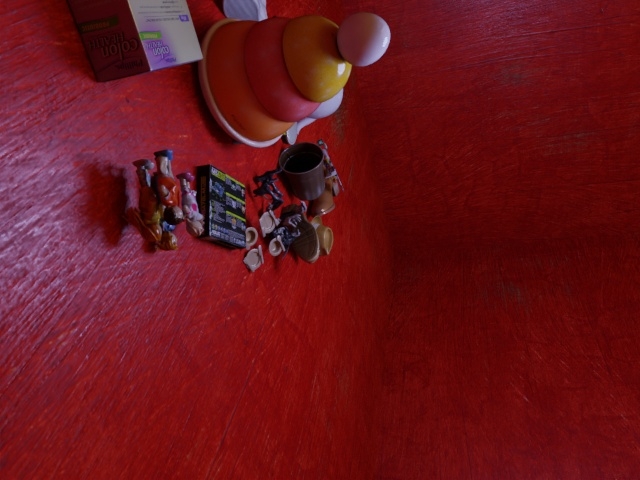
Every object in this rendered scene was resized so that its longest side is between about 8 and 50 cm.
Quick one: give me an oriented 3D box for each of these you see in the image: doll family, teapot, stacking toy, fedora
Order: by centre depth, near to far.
[{"bbox_3d":[-0.316,-0.064,0.961,0.263,0.118,0.163,95,-15,-83],"label":"doll family"},{"bbox_3d":[-0.037,-0.445,1.222,0.350,0.480,0.350,9,79,-55],"label":"stacking toy"},{"bbox_3d":[-0.050,-0.579,1.827,0.187,0.252,0.256,-27,91,-34],"label":"teapot"},{"bbox_3d":[0.000,0.000,1.923,0.194,0.079,0.194,11,90,-68],"label":"fedora"}]

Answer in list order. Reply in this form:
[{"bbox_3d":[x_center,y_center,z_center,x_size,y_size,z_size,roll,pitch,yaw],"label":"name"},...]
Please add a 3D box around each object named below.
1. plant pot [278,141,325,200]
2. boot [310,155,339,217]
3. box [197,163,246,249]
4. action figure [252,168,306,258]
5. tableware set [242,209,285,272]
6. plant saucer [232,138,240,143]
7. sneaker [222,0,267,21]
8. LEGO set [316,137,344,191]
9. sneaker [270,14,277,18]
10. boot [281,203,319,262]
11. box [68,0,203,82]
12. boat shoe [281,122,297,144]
[{"bbox_3d":[-0.056,-0.244,1.767,0.165,0.167,0.167,75,18,-50],"label":"plant pot"},{"bbox_3d":[-0.006,-0.244,2.015,0.283,0.109,0.220,-58,133,-47],"label":"boot"},{"bbox_3d":[-0.253,-0.081,1.244,0.191,0.045,0.184,27,57,-69],"label":"box"},{"bbox_3d":[-0.118,-0.079,1.528,0.164,0.141,0.275,-89,164,-61],"label":"action figure"},{"bbox_3d":[-0.172,0.002,1.413,0.169,0.020,0.141,-39,126,-38],"label":"tableware set"},{"bbox_3d":[-0.249,-0.378,1.399,0.067,0.018,0.192,-33,115,-71],"label":"plant saucer"},{"bbox_3d":[-0.231,-0.744,1.449,0.292,0.108,0.169,0,83,-83],"label":"sneaker"},{"bbox_3d":[0.025,-0.301,1.899,0.244,0.060,0.182,57,9,-72],"label":"LEGO set"},{"bbox_3d":[-0.172,-0.688,1.681,0.118,0.083,0.222,51,37,-35],"label":"sneaker"},{"bbox_3d":[-0.050,0.018,1.699,0.262,0.095,0.203,61,-5,41],"label":"boot"},{"bbox_3d":[-0.353,-0.444,0.906,0.213,0.117,0.243,-64,143,-61],"label":"box"},{"bbox_3d":[-0.139,-0.455,1.680,0.095,0.079,0.254,-6,88,-71],"label":"boat shoe"}]
